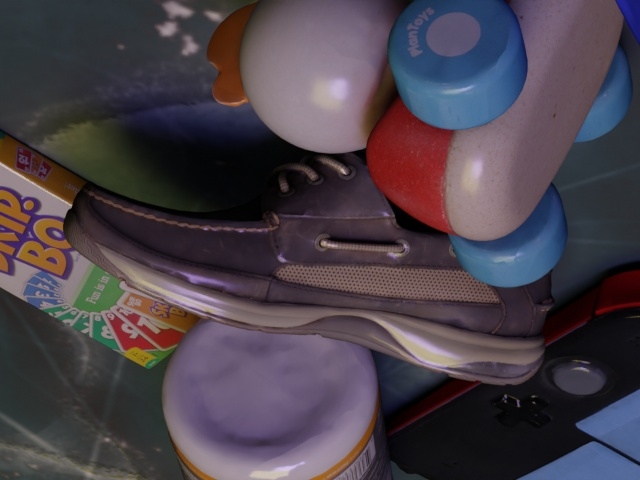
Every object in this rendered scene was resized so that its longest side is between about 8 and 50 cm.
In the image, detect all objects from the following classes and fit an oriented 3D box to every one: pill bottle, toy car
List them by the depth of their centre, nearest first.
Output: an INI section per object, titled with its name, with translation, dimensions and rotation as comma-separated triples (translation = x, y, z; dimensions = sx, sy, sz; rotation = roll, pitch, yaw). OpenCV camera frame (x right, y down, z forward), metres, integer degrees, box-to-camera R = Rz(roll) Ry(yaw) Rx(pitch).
[toy car]
translation = 0.044, -0.120, 1.108
dimensions = 0.238, 0.210, 0.219
rotation = 18, 157, 23
[pill bottle]
translation = -0.026, 0.175, 1.450
dimensions = 0.162, 0.162, 0.278
rotation = 3, 147, 8

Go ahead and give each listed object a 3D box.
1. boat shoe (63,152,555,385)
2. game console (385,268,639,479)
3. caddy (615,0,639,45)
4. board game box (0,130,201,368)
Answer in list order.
[boat shoe]
translation = 0.000, 0.000, 1.283
dimensions = 0.355, 0.130, 0.132
rotation = 14, -175, -20
[game console]
translation = 0.290, 0.181, 1.486
dimensions = 0.387, 0.060, 0.342
rotation = 30, 135, -22
[caddy]
translation = 0.247, -0.120, 0.885
dimensions = 0.179, 0.241, 0.341
rotation = -30, 171, 8
[board game box]
translation = -0.197, 0.002, 1.392
dimensions = 0.259, 0.039, 0.124
rotation = 33, 133, -22
